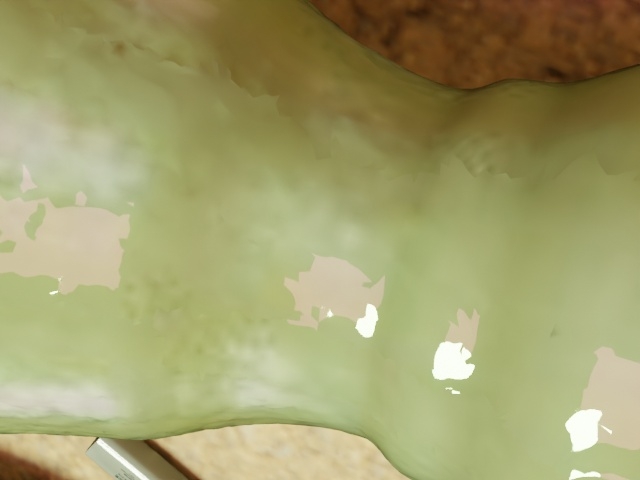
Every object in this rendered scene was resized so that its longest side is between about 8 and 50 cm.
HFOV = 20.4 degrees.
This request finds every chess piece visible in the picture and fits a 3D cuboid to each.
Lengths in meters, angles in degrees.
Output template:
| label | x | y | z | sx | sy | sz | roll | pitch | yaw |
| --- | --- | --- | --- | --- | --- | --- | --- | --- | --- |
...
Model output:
| label | x | y | z | sx | sy | sz | roll | pitch | yaw |
| --- | --- | --- | --- | --- | --- | --- | --- | --- | --- |
| chess piece | 0.000 | 0.000 | 0.564 | 0.442 | 0.234 | 0.234 | 16 | 128 | 10 |

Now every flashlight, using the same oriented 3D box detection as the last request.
| label | x | y | z | sx | sy | sz | roll | pitch | yaw |
| --- | --- | --- | --- | --- | --- | --- | --- | --- | --- |
| flashlight | -0.066 | 0.113 | 0.790 | 0.083 | 0.018 | 0.018 | 40 | 131 | -4 |
